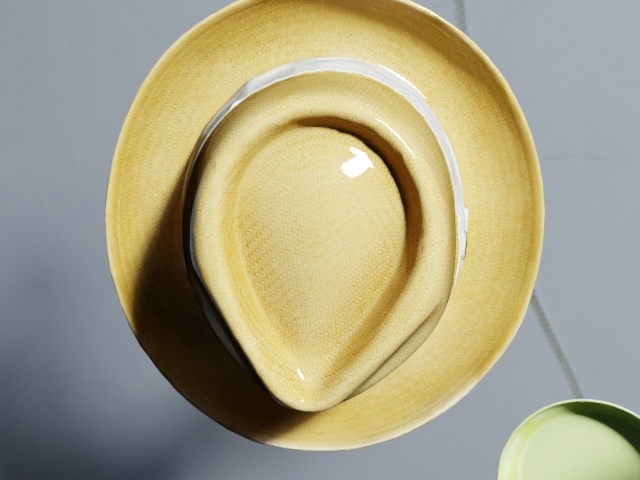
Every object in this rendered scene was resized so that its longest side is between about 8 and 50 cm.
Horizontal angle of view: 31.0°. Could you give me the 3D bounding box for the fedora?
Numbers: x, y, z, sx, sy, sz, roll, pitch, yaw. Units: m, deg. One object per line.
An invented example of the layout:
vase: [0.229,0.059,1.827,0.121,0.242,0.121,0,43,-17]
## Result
fedora: [0.000,0.000,0.445,0.194,0.079,0.194,1,103,3]

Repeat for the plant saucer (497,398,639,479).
plant saucer: [0.344,0.313,1.454,0.241,0.037,0.241,4,99,25]
